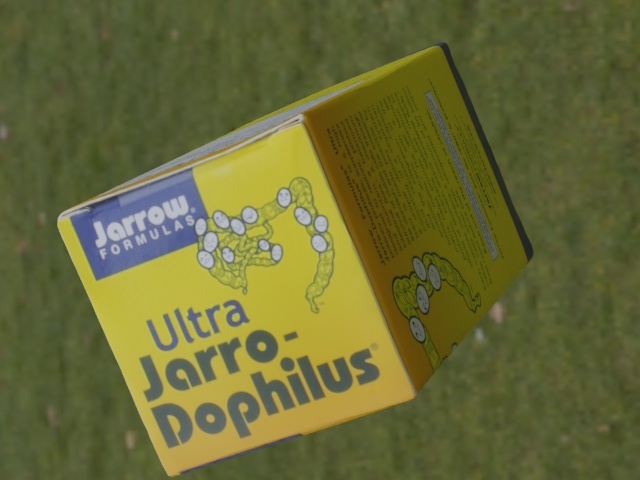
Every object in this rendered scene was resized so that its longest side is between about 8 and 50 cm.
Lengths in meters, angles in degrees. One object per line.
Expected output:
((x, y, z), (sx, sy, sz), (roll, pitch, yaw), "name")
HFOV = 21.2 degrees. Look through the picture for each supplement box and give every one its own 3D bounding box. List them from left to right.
((0.000, 0.000, 1.244), (0.195, 0.194, 0.356), (67, -157, -6), "supplement box")
